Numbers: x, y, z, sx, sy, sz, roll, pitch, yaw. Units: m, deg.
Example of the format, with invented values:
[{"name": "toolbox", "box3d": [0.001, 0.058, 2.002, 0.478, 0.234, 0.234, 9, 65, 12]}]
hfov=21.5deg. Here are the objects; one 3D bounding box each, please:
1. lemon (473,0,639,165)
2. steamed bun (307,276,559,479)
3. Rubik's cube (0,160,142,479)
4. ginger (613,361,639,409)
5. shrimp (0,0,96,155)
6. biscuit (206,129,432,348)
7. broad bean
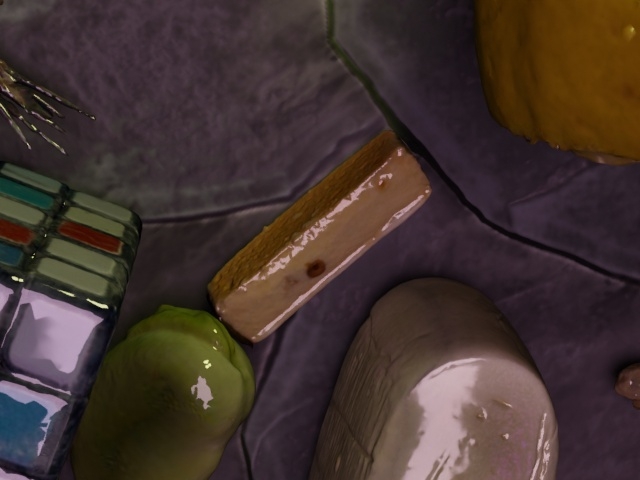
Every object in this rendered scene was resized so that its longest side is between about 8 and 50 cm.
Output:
[{"name": "lemon", "box3d": [0.273, -0.207, 1.077, 0.364, 0.364, 0.364, -2, 104, -7]}, {"name": "steamed bun", "box3d": [0.086, 0.167, 1.216, 0.155, 0.200, 0.250, 14, 105, -11]}, {"name": "Rubik's cube", "box3d": [-0.300, 0.087, 1.094, 0.287, 0.293, 0.292, 20, 99, -7]}, {"name": "ginger", "box3d": [0.297, 0.155, 1.320, 0.069, 0.051, 0.173, -35, 100, 0]}, {"name": "shrimp", "box3d": [-0.289, -0.176, 1.127, 0.343, 0.116, 0.145, 38, 99, -16]}, {"name": "biscuit", "box3d": [0.000, 0.000, 1.241, 0.188, 0.052, 0.056, -41, 118, 5]}, {"name": "broad bean", "box3d": [-0.120, 0.128, 1.230, 0.174, 0.082, 0.124, -48, 71, 16]}]
